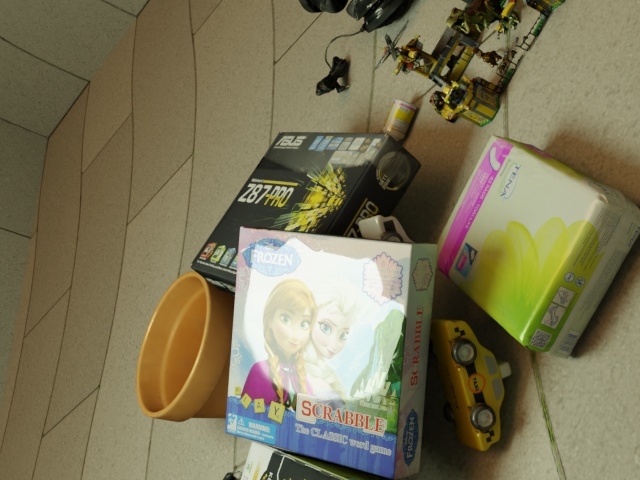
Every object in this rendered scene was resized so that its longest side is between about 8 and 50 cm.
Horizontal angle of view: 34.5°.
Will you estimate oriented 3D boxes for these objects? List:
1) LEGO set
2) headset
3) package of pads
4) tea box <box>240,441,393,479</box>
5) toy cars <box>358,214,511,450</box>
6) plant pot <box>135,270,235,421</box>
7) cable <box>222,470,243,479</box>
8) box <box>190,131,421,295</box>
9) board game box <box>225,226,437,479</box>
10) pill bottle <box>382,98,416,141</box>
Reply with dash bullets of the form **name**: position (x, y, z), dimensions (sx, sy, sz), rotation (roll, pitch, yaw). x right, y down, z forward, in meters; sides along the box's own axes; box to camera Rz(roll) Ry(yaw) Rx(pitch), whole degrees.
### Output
- **LEGO set**: position (0.225, -0.367, 1.687), dimensions (0.331, 0.192, 0.255), rotation (-56, 31, 22)
- **headset**: position (0.051, -0.477, 2.032), dimensions (0.394, 0.243, 0.185), rotation (100, -164, -48)
- **package of pads**: position (0.292, -0.004, 1.426), dimensions (0.229, 0.101, 0.296), rotation (-64, 29, 12)
- **tea box**: position (0.014, 0.489, 1.448), dimensions (0.323, 0.220, 0.329), rotation (3, 74, 61)
- **toy cars**: position (0.171, 0.117, 1.492), dimensions (0.176, 0.087, 0.393), rotation (94, 152, -48)
- **plant pot**: position (-0.206, 0.227, 2.021), dimensions (0.291, 0.203, 0.291), rotation (-37, 42, 43)
- **cable**: position (-0.182, 0.534, 1.937), dimensions (0.150, 0.047, 0.184), rotation (-44, 37, 38)
- **box**: position (-0.037, -0.036, 1.782), dimensions (0.318, 0.097, 0.395), rotation (-56, 27, -12)
- **board game box**: position (0.007, 0.148, 1.477), dimensions (0.319, 0.066, 0.318), rotation (5, 92, 39)
- **pill bottle**: position (0.141, -0.214, 1.886), dimensions (0.043, 0.043, 0.083), rotation (28, 96, 61)
